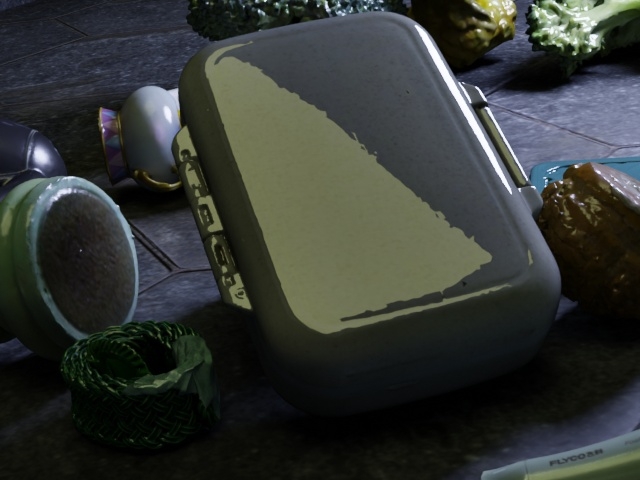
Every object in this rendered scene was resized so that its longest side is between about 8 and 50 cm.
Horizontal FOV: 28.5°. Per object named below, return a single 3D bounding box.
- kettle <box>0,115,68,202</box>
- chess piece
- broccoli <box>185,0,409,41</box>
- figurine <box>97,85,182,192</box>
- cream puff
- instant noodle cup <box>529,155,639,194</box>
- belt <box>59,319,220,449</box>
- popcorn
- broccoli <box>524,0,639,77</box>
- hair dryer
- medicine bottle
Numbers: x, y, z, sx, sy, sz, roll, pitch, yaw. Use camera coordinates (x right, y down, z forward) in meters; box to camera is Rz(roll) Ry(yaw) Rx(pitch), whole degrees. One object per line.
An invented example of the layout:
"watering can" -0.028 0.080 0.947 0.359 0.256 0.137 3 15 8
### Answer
"kettle" -0.431 -0.050 1.398 0.290 0.208 0.268 1 18 -1
"chess piece" -0.334 0.047 1.201 0.298 0.176 0.176 -12 16 28
"broccoli" -0.027 -0.280 1.795 0.375 0.302 0.249 8 29 -46
"figurine" -0.143 -0.134 1.599 0.263 0.142 0.190 -7 52 -3
"cream puff" 0.252 0.005 1.093 0.165 0.115 0.150 22 23 -28
"instant noodle cup" 0.299 -0.034 1.261 0.179 0.070 0.157 -4 19 12
"belt" -0.145 0.108 1.029 0.121 0.079 0.151 -18 23 -27
"popcorn" 0.221 -0.363 2.053 0.197 0.156 0.198 11 38 -9
"broccoli" 0.542 -0.381 1.888 0.397 0.275 0.353 -2 65 32
"hair dryer" 0.207 0.191 0.733 0.206 0.075 0.237 -13 28 5
"medicine bottle" 0.032 -0.035 1.077 0.282 0.123 0.375 -14 52 -12
